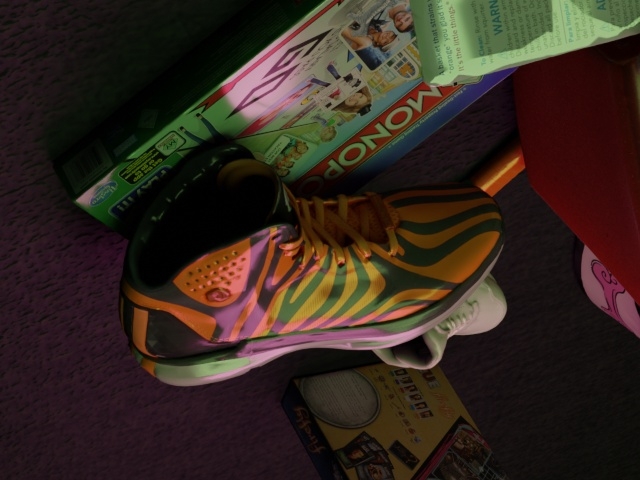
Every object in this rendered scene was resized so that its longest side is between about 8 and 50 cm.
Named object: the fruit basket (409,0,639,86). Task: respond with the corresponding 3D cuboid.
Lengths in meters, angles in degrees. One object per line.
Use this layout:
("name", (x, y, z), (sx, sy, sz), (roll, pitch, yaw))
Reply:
("fruit basket", (0.203, -0.296, 1.164), (0.353, 0.165, 0.327), (-14, 111, -4))

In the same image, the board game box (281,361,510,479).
("board game box", (0.088, 0.221, 1.683), (0.165, 0.243, 0.042), (-8, 140, -30))

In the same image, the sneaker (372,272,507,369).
("sneaker", (0.087, 0.071, 1.570), (0.232, 0.115, 0.090), (8, 131, -42))

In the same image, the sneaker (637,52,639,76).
("sneaker", (0.362, -0.115, 1.236), (0.290, 0.106, 0.123), (-14, 109, -11))

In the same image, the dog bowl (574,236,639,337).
("dog bowl", (0.462, -0.015, 1.757), (0.408, 0.150, 0.408), (-20, 143, -16))

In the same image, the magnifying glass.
("magnifying glass", (0.122, -0.031, 1.592), (0.231, 0.026, 0.092), (-40, 144, 16))

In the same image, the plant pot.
("plant pot", (0.297, -0.134, 1.399), (0.267, 0.267, 0.236), (-30, 129, -3))

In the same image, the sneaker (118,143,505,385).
("sneaker", (0.000, 0.000, 1.365), (0.321, 0.125, 0.180), (-21, 146, -15))

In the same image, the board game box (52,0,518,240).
("board game box", (-0.020, -0.098, 1.378), (0.317, 0.046, 0.213), (-38, 144, 9))
